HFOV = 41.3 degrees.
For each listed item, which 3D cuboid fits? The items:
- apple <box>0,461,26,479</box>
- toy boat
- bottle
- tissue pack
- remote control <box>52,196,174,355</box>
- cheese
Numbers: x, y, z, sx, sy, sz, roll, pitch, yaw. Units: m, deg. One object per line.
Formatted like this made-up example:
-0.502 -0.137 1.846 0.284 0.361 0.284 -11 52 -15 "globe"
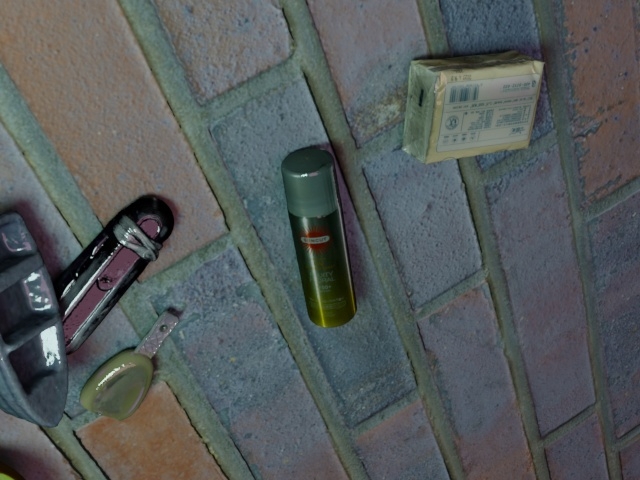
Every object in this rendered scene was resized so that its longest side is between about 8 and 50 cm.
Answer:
-0.491 0.383 1.191 0.146 0.163 0.147 -55 132 -48 "apple"
-0.387 0.108 1.069 0.078 0.127 0.283 -4 107 19 "toy boat"
0.000 0.000 1.284 0.082 0.082 0.286 -21 126 -16 "bottle"
0.229 -0.203 1.283 0.196 0.092 0.148 -9 122 -23 "tissue pack"
-0.297 0.054 1.161 0.266 0.066 0.090 -47 131 4 "remote control"
-0.276 0.183 1.271 0.097 0.037 0.192 30 100 -39 "cheese"
